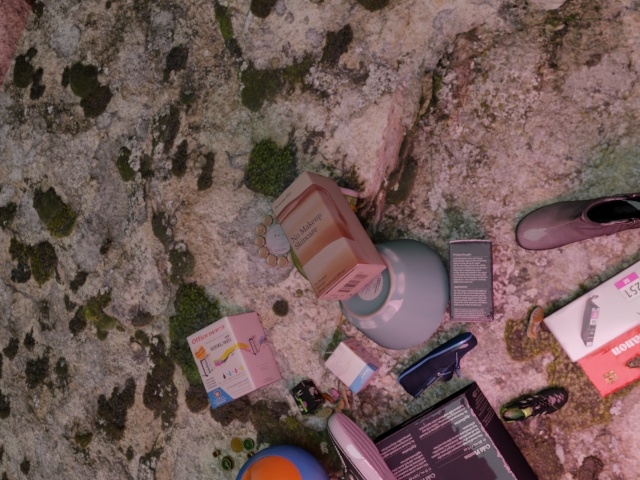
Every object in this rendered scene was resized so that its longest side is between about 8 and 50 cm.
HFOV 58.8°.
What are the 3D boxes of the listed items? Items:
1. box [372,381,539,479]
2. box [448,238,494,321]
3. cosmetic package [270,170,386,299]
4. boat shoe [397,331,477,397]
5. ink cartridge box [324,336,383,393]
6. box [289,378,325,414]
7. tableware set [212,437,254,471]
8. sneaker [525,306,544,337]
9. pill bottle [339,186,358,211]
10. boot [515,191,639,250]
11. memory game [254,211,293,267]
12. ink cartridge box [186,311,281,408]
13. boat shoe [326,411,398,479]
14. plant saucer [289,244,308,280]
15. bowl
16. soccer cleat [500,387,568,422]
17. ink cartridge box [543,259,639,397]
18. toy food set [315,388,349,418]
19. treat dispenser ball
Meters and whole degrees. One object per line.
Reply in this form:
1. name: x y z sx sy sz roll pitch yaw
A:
1. box: 0.334 0.598 1.476 0.343 0.179 0.312 -36 74 19
2. box: 0.391 0.102 1.473 0.108 0.153 0.207 -2 86 15
3. cosmetic package: 0.015 -0.012 1.431 0.153 0.129 0.296 -44 59 26
4. boat shoe: 0.330 0.339 1.540 0.258 0.109 0.089 -42 80 34
5. ink cartridge box: 0.089 0.351 1.634 0.143 0.092 0.090 41 103 18
6. box: -0.040 0.468 1.699 0.062 0.052 0.083 -45 61 22
7. tableware set: -0.277 0.688 1.821 0.154 0.024 0.104 -14 83 23
8. sneaker: 0.551 0.211 1.473 0.032 0.037 0.083 26 76 2
9. pill bottle: 0.018 -0.037 1.651 0.136 0.136 0.246 15 95 23
10. boot: 0.624 -0.057 1.343 0.338 0.222 0.118 -18 83 22
11. memory game: -0.126 -0.006 1.780 0.186 0.012 0.186 -1 88 23
12. ink cartridge box: -0.264 0.360 1.745 0.171 0.168 0.233 -29 77 21
13. boat shoe: 0.106 0.592 1.413 0.119 0.121 0.335 -41 75 13
14. plant saucer: 0.000 0.000 1.546 0.241 0.037 0.241 -6 80 38
15. bowl: 0.165 0.131 1.516 0.311 0.163 0.312 -14 69 40
16. soccer cleat: 0.544 0.426 1.447 0.179 0.072 0.060 -27 78 20
17. ink cartridge box: 0.731 0.219 1.380 0.275 0.060 0.239 -37 74 18
18. toy food set: 0.032 0.483 1.697 0.122 0.019 0.078 -21 80 29
19. treat dispenser ball: -0.109 0.730 1.606 0.288 0.288 0.288 -1 88 23
